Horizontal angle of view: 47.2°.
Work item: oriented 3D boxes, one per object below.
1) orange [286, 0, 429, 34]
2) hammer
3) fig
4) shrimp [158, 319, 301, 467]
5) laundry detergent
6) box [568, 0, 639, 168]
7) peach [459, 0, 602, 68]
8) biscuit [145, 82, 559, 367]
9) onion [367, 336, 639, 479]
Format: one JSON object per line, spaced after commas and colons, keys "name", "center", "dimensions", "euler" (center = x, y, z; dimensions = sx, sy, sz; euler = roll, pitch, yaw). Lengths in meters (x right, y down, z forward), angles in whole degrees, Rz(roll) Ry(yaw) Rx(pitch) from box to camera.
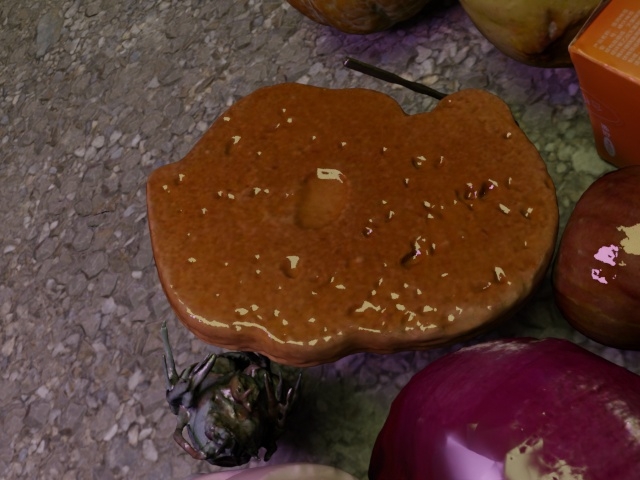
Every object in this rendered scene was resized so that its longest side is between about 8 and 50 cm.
{"name": "orange", "center": [0.077, -0.466, 1.115], "dimensions": [0.329, 0.249, 0.329], "euler": [-18, 53, 26]}
{"name": "hammer", "center": [0.142, -0.185, 0.919], "dimensions": [0.029, 0.292, 0.058], "euler": [-52, 45, 33]}
{"name": "fig", "center": [0.338, 0.024, 0.733], "dimensions": [0.205, 0.205, 0.205], "euler": [-13, 58, 22]}
{"name": "shrimp", "center": [-0.118, 0.173, 0.815], "dimensions": [0.172, 0.372, 0.137], "euler": [21, 75, -3]}
{"name": "laundry detergent", "center": [-0.082, 0.286, 0.776], "dimensions": [0.335, 0.159, 0.087], "euler": [-32, 51, 56]}
{"name": "box", "center": [0.438, -0.119, 0.741], "dimensions": [0.143, 0.225, 0.341], "euler": [-46, 52, 0]}
{"name": "peach", "center": [0.302, -0.375, 0.922], "dimensions": [0.314, 0.281, 0.315], "euler": [-21, 61, 8]}
{"name": "biscuit", "center": [0.024, -0.027, 0.804], "dimensions": [0.455, 0.078, 0.349], "euler": [5, 55, 9]}
{"name": "onion", "center": [0.235, 0.227, 0.632], "dimensions": [0.385, 0.347, 0.348], "euler": [-25, 45, -30]}
